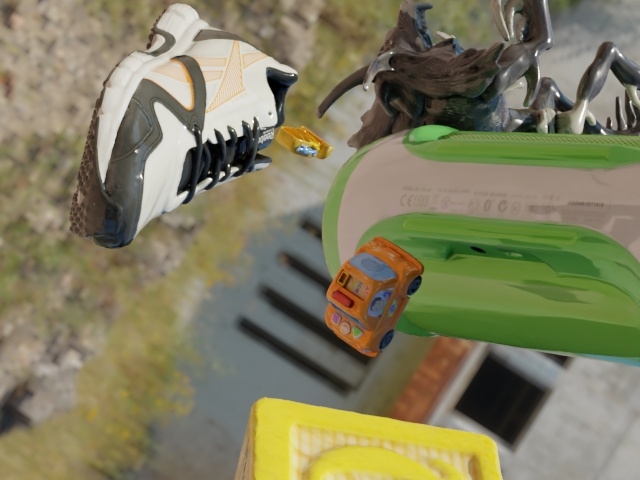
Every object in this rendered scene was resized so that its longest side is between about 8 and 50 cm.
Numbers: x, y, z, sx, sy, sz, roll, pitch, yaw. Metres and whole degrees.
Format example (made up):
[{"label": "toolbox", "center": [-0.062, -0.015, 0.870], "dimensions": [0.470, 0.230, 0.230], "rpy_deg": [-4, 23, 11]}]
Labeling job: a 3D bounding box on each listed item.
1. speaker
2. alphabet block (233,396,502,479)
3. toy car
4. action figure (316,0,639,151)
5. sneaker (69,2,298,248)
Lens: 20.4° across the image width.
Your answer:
[{"label": "speaker", "center": [0.134, 0.002, 0.947], "dimensions": [0.296, 0.131, 0.131], "rpy_deg": [6, -122, 50]}, {"label": "alphabet block", "center": [0.022, 0.255, 1.277], "dimensions": [0.193, 0.192, 0.197], "rpy_deg": [-96, -163, -60]}, {"label": "toy car", "center": [0.000, 0.000, 0.899], "dimensions": [0.060, 0.122, 0.040], "rpy_deg": [-47, 156, 21]}, {"label": "action figure", "center": [0.120, -0.108, 1.154], "dimensions": [0.164, 0.276, 0.141], "rpy_deg": [-36, -126, 46]}, {"label": "sneaker", "center": [-0.033, -0.030, 0.461], "dimensions": [0.109, 0.044, 0.040], "rpy_deg": [-67, 178, -58]}]
